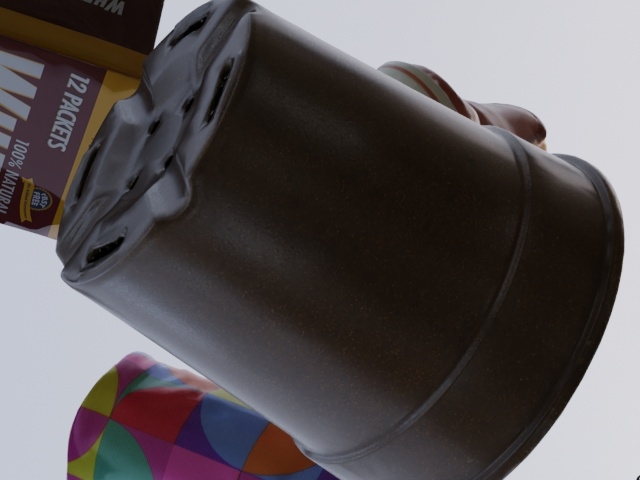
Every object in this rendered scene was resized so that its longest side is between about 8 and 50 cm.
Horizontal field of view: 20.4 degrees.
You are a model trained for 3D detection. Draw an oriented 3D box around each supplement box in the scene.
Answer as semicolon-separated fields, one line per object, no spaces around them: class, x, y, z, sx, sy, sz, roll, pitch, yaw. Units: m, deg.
supplement box;-0.191;-0.129;0.993;0.191;0.129;0.194;17;-139;-11

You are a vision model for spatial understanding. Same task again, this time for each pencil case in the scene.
pencil case;-0.030;0.142;1.008;0.104;0.236;0.104;-56;-22;-37

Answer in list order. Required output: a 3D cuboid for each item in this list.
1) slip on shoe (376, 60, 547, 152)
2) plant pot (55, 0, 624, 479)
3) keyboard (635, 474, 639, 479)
slip on shoe;0.131;-0.076;1.466;0.101;0.123;0.331;-56;-33;-2
plant pot;0.000;0.000;0.683;0.165;0.167;0.167;32;-123;-25
keyboard;0.352;0.229;1.490;0.201;0.033;0.317;-16;-61;-5
